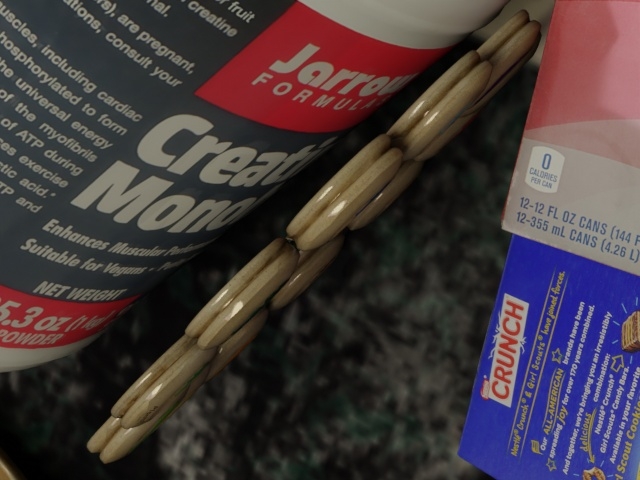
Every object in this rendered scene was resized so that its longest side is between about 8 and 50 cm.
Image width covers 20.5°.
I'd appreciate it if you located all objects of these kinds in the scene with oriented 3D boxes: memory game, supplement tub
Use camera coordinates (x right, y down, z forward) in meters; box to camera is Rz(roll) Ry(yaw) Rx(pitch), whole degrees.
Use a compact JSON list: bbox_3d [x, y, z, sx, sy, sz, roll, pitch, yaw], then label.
[{"bbox_3d":[0.000,0.000,0.529,0.012,0.186,0.186,45,118,3],"label":"memory game"},{"bbox_3d":[-0.056,-0.101,0.527,0.272,0.191,0.191,-38,85,30],"label":"supplement tub"}]

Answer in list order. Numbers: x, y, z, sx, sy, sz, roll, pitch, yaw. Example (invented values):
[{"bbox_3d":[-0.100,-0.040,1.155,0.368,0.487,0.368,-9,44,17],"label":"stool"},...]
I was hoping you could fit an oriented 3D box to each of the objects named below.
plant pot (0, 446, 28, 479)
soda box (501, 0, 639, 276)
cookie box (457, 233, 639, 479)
[{"bbox_3d":[-0.189,0.157,0.755,0.236,0.032,0.236,7,105,25],"label":"plant pot"},{"bbox_3d":[0.190,-0.010,0.488,0.263,0.083,0.092,19,111,22],"label":"soda box"},{"bbox_3d":[0.103,0.048,0.556,0.107,0.040,0.091,29,116,38],"label":"cookie box"}]
